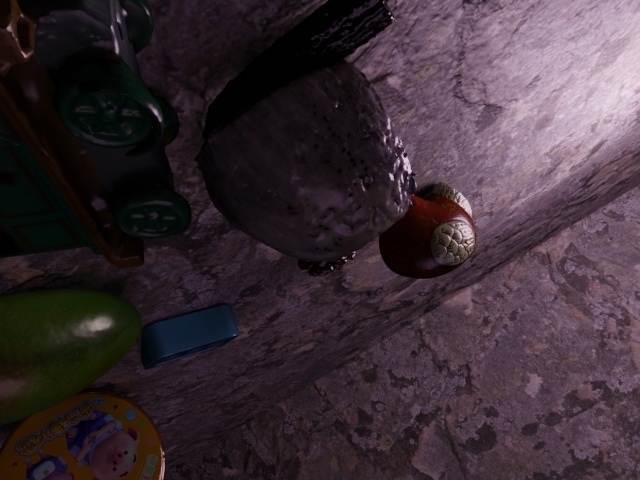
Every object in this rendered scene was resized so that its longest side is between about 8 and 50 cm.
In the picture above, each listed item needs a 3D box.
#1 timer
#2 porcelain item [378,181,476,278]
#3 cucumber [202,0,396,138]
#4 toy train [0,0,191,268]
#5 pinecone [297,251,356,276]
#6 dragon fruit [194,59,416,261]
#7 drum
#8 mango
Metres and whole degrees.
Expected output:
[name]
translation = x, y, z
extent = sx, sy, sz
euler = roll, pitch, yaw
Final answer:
[timer]
translation = -0.349, 0.280, 1.223
extent = 0.232, 0.091, 0.250
euler = -13, 155, -28
[porcelain item]
translation = 0.251, -0.034, 1.119
extent = 0.253, 0.253, 0.253
euler = -22, 154, -11
[cucumber]
translation = -0.039, -0.226, 0.587
extent = 0.300, 0.072, 0.072
euler = -32, 155, 14
[toy train]
translation = -0.278, -0.112, 0.468
extent = 0.249, 0.178, 0.429
euler = -10, 152, -11
[pinecone]
translation = 0.000, 0.000, 0.940
extent = 0.174, 0.173, 0.173
euler = -22, 154, -11
[dragon fruit]
translation = -0.026, -0.067, 0.633
extent = 0.204, 0.221, 0.283
euler = -37, -176, -28
[drum]
translation = -0.654, 0.641, 1.228
extent = 0.431, 0.431, 0.214
euler = -2, 146, -42
[mango]
translation = -0.486, 0.188, 0.791
extent = 0.382, 0.201, 0.225
euler = -7, 126, -55
